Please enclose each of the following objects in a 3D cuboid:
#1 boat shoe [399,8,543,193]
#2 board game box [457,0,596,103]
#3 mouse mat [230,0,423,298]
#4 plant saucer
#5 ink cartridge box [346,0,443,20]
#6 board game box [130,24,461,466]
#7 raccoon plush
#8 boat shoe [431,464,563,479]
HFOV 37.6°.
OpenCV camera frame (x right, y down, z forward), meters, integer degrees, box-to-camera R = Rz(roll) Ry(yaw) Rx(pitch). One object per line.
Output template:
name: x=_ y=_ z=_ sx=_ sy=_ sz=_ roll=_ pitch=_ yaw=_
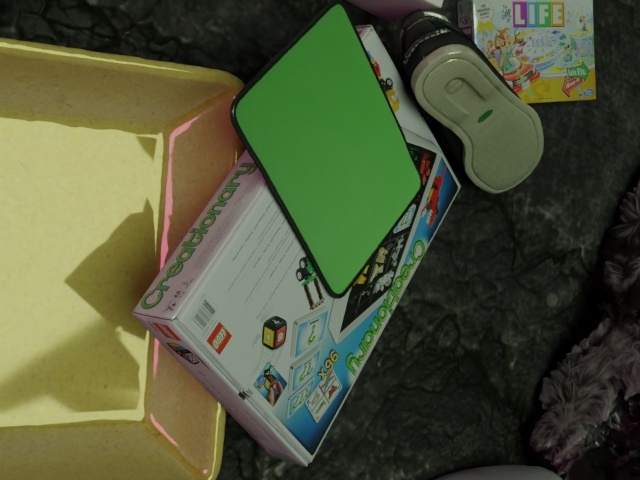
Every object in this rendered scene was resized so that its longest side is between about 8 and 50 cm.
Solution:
boat shoe: x=0.140 y=-0.122 z=0.857 sx=0.084 sy=0.079 sz=0.233 roll=-36 pitch=141 yaw=11
board game box: x=0.207 y=-0.188 z=0.937 sx=0.154 sy=0.026 sz=0.104 roll=-8 pitch=98 yaw=-28
mouse mat: x=0.013 y=-0.069 z=0.726 sx=0.153 sy=0.007 sz=0.190 roll=-51 pitch=129 yaw=-33
plant saucer: x=-0.229 y=0.026 z=0.688 sx=0.332 sy=0.081 sz=0.333 roll=4 pitch=92 yaw=-29
ink cartridge box: x=0.065 y=-0.279 z=0.816 sx=0.092 sy=0.090 sz=0.143 roll=18 pitch=86 yaw=-28
board game box: x=0.000 y=0.000 z=0.762 sx=0.305 sy=0.053 sz=0.193 roll=-58 pitch=132 yaw=-28
raccoon plush: x=0.423 y=0.169 z=0.996 sx=0.299 sy=0.216 sz=0.447 roll=33 pitch=78 yaw=-35
boat shoe: x=0.101 y=0.303 z=0.875 sx=0.301 sy=0.108 sz=0.102 roll=-19 pitch=105 yaw=-22
